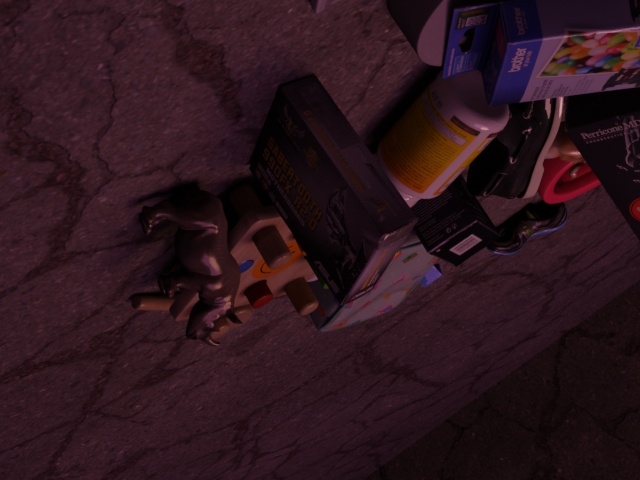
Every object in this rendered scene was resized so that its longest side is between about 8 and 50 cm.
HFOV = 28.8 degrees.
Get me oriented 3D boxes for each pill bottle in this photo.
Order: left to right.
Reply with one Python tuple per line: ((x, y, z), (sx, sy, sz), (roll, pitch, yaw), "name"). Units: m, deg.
((0.159, -0.139, 1.746), (0.117, 0.117, 0.215), (-12, 153, -44), "pill bottle")

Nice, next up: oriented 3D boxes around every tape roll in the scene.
((0.189, -0.302, 1.457), (0.219, 0.072, 0.219), (-28, 162, -10), "tape roll")

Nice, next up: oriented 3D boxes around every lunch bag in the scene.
((0.096, 0.038, 2.108), (0.224, 0.108, 0.279), (-20, 159, -38), "lunch bag")

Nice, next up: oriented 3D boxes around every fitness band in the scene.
((0.528, -0.170, 2.338), (0.291, 0.054, 0.209), (-28, 158, -12), "fitness band")

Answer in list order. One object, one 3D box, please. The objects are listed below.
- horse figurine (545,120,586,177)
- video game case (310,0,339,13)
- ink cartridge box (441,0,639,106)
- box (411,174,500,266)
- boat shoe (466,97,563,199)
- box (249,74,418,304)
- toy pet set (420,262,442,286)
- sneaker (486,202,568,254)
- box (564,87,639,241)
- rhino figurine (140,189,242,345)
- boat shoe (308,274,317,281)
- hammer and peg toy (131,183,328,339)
((0.365, -0.147, 1.992), (0.263, 0.066, 0.174), (6, 165, 14), "horse figurine")
((0.056, -0.293, 1.292), (0.143, 0.019, 0.157), (-30, 178, -4), "video game case")
((0.303, -0.226, 1.448), (0.311, 0.065, 0.186), (-5, 164, -1), "ink cartridge box")
((0.185, -0.056, 1.927), (0.093, 0.158, 0.156), (-35, 161, 13), "box")
((0.268, -0.179, 1.799), (0.113, 0.127, 0.340), (-10, 148, -8), "boat shoe")
((0.010, -0.060, 1.544), (0.056, 0.231, 0.183), (-25, 161, -28), "box")
((0.221, 0.029, 2.340), (0.114, 0.065, 0.122), (-37, 160, 15), "toy pet set")
((0.409, -0.034, 2.494), (0.188, 0.067, 0.078), (-26, 139, -9), "sneaker")
((0.581, -0.166, 1.817), (0.343, 0.179, 0.312), (-14, 134, 34), "box")
((-0.159, 0.041, 1.637), (0.106, 0.073, 0.243), (-20, 120, -15), "rhino figurine")
((0.000, 0.000, 1.943), (0.063, 0.066, 0.184), (4, 145, -37), "boat shoe")
((-0.096, 0.053, 1.822), (0.266, 0.127, 0.361), (-11, 153, -45), "hammer and peg toy")
